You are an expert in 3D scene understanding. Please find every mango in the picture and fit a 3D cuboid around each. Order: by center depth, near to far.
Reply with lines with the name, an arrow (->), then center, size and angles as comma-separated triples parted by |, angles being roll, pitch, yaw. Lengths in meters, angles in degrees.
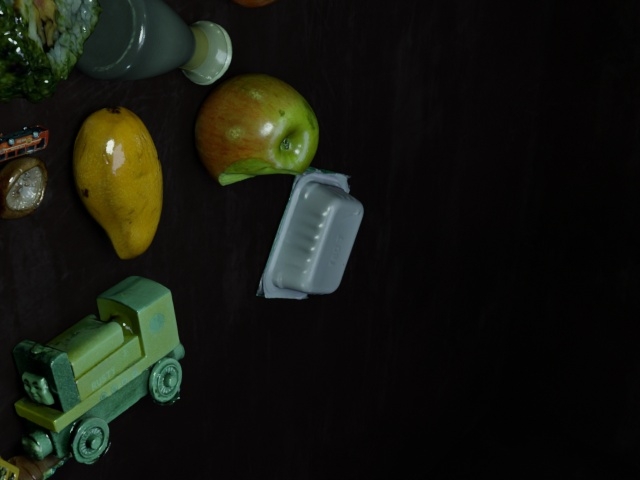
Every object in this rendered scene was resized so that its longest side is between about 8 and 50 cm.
mango -> -0.368, -0.109, 2.000 | 0.177, 0.120, 0.294 | -49, 147, -42

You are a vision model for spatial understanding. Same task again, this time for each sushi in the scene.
sushi -> -0.448, -0.365, 1.520 | 0.352, 0.178, 0.294 | -83, 160, -52

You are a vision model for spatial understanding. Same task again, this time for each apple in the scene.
apple -> -0.124, -0.210, 2.209 | 0.246, 0.226, 0.246 | -32, 134, -41

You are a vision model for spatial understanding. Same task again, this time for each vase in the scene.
vase -> -0.288, -0.354, 1.931 | 0.321, 0.173, 0.173 | -5, 113, -63

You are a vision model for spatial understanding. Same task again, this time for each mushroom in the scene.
mushroom -> -0.508, -0.091, 1.848 | 0.123, 0.052, 0.123 | -51, 159, -28

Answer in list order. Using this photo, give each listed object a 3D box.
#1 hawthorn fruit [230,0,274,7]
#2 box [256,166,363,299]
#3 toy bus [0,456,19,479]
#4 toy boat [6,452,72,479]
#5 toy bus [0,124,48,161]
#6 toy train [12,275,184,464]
hawthorn fruit -> -0.120, -0.531, 2.047 | 0.210, 0.211, 0.262 | -59, 165, -13
box -> 0.000, 0.000, 2.661 | 0.264, 0.106, 0.336 | 6, 103, -58
toy bus -> -0.655, 0.376, 1.865 | 0.123, 0.121, 0.335 | -66, 151, -20
toy boat -> -0.576, 0.470, 2.063 | 0.293, 0.109, 0.099 | -48, 131, -35
toy bus -> -0.505, -0.162, 1.831 | 0.110, 0.031, 0.043 | -25, 132, -47
toy train -> -0.424, 0.249, 2.117 | 0.397, 0.160, 0.253 | -36, 131, -42
